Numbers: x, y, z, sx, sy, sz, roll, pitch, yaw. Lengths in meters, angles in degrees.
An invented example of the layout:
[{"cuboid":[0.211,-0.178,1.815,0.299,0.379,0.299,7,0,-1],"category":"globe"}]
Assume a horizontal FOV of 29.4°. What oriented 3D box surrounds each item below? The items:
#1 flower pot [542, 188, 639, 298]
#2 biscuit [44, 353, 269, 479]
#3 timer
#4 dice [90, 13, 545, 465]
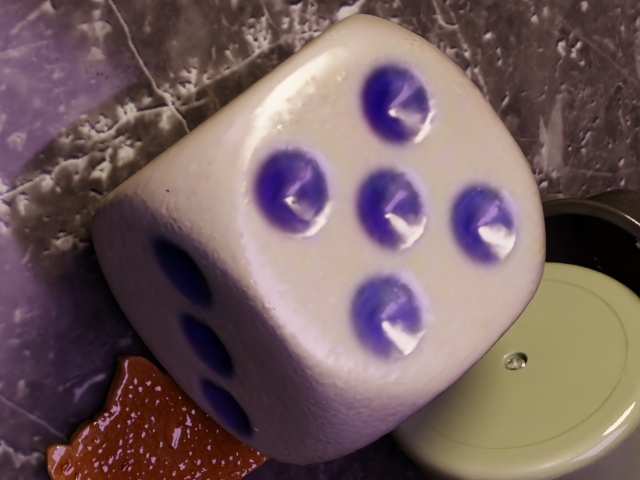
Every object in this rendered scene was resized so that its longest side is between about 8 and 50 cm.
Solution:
[{"cuboid":[0.335,0.034,1.391,0.148,0.235,0.235,-37,109,-45],"category":"flower pot"},{"cuboid":[-0.137,0.192,1.199,0.280,0.043,0.183,-11,99,-34],"category":"biscuit"},{"cuboid":[0.248,0.228,1.321,0.291,0.291,0.315,-45,132,-22],"category":"timer"},{"cuboid":[0.000,0.000,1.122,0.304,0.277,0.304,-42,98,-29],"category":"dice"}]
